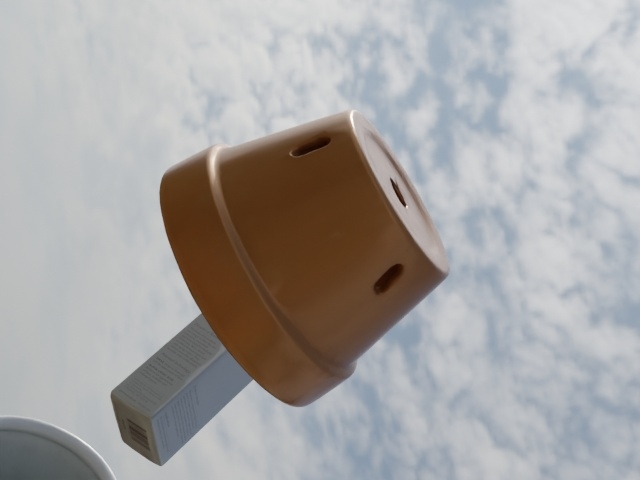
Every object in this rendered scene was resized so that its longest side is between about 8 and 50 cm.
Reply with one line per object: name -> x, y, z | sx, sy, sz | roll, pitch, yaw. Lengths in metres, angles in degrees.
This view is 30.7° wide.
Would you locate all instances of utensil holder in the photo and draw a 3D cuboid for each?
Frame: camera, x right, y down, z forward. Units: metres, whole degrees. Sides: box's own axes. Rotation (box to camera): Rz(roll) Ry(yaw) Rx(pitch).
utensil holder -> -0.571, 0.560, 2.053 | 0.385, 0.327, 0.327 | -61, -145, 25

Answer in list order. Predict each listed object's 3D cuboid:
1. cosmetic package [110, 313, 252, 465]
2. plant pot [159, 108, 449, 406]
cosmetic package -> -0.181, 0.195, 1.650 | 0.085, 0.231, 0.117 | 28, -38, 26
plant pot -> 0.000, 0.000, 1.212 | 0.291, 0.203, 0.291 | 55, 14, -22
